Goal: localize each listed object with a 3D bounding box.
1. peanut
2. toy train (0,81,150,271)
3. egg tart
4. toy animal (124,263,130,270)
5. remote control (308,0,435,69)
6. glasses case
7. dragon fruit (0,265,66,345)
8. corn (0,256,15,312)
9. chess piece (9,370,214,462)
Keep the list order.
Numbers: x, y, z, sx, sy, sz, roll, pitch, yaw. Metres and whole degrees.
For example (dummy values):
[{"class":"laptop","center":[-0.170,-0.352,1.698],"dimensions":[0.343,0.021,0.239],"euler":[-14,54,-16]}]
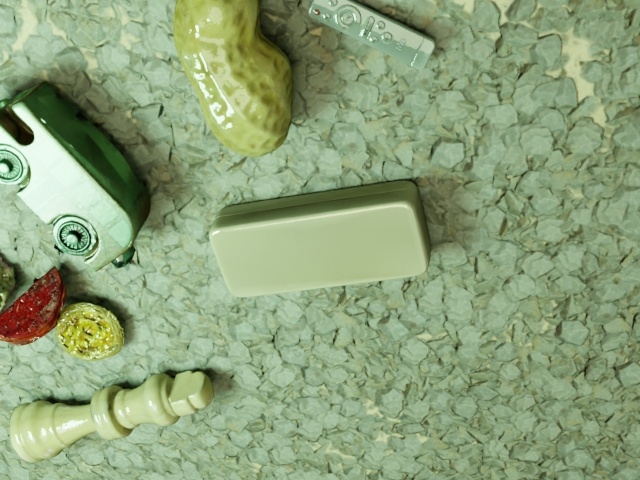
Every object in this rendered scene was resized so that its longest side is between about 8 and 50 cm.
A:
[{"class":"peanut","center":[-0.124,-0.262,1.455],"dimensions":[0.147,0.147,0.305],"euler":[-15,114,19]},{"class":"toy train","center":[-0.394,-0.097,1.609],"dimensions":[0.159,0.129,0.326],"euler":[-34,108,23]},{"class":"egg tart","center":[-0.408,0.158,1.827],"dimensions":[0.129,0.049,0.128],"euler":[2,121,3]},{"class":"toy animal","center":[-0.351,0.016,1.734],"dimensions":[0.050,0.028,0.084],"euler":[-5,121,4]},{"class":"remote control","center":[0.073,-0.302,1.450],"dimensions":[0.184,0.027,0.050],"euler":[26,122,-1]},{"class":"glasses case","center":[0.000,0.000,1.628],"dimensions":[0.337,0.076,0.144],"euler":[-7,120,15]},{"class":"dragon fruit","center":[-0.489,0.131,1.775],"dimensions":[0.083,0.162,0.106],"euler":[38,161,4]},{"class":"corn","center":[-0.654,0.159,1.840],"dimensions":[0.127,0.126,0.335],"euler":[39,117,-15]},{"class":"chess piece","center":[-0.379,0.314,1.889],"dimensions":[0.397,0.117,0.117],"euler":[-17,118,18]}]
